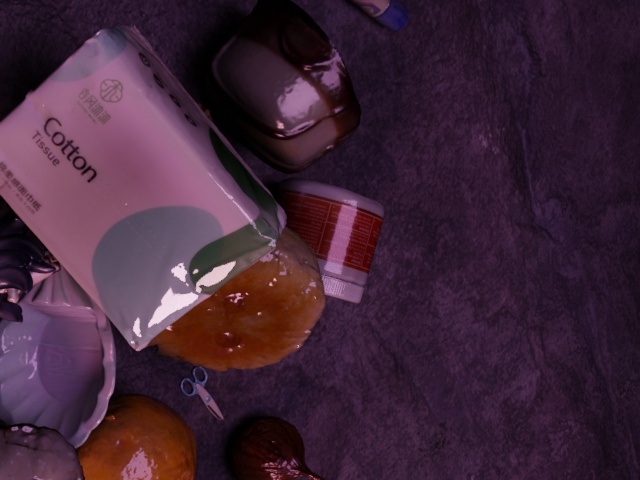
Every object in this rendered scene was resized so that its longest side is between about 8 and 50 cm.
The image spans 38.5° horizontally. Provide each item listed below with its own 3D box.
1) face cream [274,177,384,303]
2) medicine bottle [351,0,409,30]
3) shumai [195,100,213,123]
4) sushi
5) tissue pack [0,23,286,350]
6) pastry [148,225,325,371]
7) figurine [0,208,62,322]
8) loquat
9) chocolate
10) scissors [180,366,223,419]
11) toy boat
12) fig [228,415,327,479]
[{"bbox_3d":[0.000,0.000,1.659,0.201,0.201,0.187,18,85,-44],"label":"face cream"},{"bbox_3d":[0.080,-0.477,1.747,0.231,0.059,0.059,25,80,-43],"label":"medicine bottle"},{"bbox_3d":[-0.262,-0.127,1.423,0.206,0.166,0.175,-19,122,-14],"label":"shumai"},{"bbox_3d":[-0.497,0.333,1.217,0.349,0.207,0.234,7,59,-33],"label":"sushi"},{"bbox_3d":[-0.247,-0.071,1.230,0.356,0.266,0.194,50,16,-10],"label":"tissue pack"},{"bbox_3d":[-0.146,0.088,1.487,0.329,0.330,0.136,46,26,-39],"label":"pastry"},{"bbox_3d":[-0.478,0.047,1.225,0.197,0.175,0.265,45,62,-10],"label":"figurine"},{"bbox_3d":[-0.299,0.357,1.443,0.238,0.193,0.238,-8,104,-35],"label":"loquat"},{"bbox_3d":[-0.082,-0.247,1.518,0.186,0.283,0.283,-36,122,-13],"label":"chocolate"},{"bbox_3d":[-0.206,0.280,1.642,0.058,0.014,0.119,-47,123,-27],"label":"scissors"},{"bbox_3d":[-0.383,0.161,1.359,0.100,0.200,0.290,3,91,-81],"label":"toy boat"},{"bbox_3d":[-0.067,0.413,1.676,0.146,0.201,0.133,-48,136,-20],"label":"fig"}]
